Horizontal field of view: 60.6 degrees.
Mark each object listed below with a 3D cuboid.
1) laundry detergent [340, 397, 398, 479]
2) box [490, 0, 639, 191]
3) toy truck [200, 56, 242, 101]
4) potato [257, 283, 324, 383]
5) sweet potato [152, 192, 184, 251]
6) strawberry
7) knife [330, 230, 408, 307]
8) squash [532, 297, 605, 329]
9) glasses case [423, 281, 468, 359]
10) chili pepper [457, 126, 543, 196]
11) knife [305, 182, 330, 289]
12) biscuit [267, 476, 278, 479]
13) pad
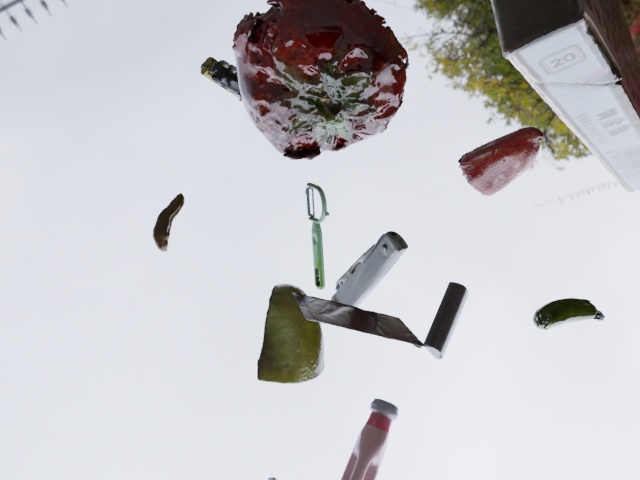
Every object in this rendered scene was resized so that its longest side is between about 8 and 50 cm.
[{"bbox_3d":[0.116,0.585,1.443,0.088,0.159,0.335,19,-112,14],"label":"laundry detergent"},{"bbox_3d":[0.200,-0.159,0.415,0.047,0.325,0.180,-17,-109,35],"label":"box"},{"bbox_3d":[-0.204,-0.359,1.219,0.063,0.123,0.052,25,-91,47],"label":"toy truck"},{"bbox_3d":[-0.076,0.295,1.880,0.213,0.280,0.330,7,-164,4],"label":"potato"},{"bbox_3d":[-0.435,-0.060,1.551,0.054,0.053,0.182,10,-111,21],"label":"sweet potato"},{"bbox_3d":[-0.008,-0.273,0.867,0.274,0.274,0.220,-14,-142,13],"label":"strawberry"},{"bbox_3d":[0.092,0.070,1.137,0.041,0.265,0.073,-16,-115,-38],"label":"knife"},{"bbox_3d":[0.679,0.204,1.531,0.319,0.071,0.080,-1,-117,-33],"label":"squash"},{"bbox_3d":[0.320,0.200,1.378,0.042,0.072,0.190,9,-117,40],"label":"glasses case"},{"bbox_3d":[0.535,-0.230,1.568,0.136,0.144,0.253,-6,166,-38],"label":"chili pepper"},{"bbox_3d":[0.001,0.000,1.001,0.054,0.212,0.015,19,-148,39],"label":"knife"},{"bbox_3d":[-0.084,0.599,1.116,0.066,0.220,0.220,-18,-141,-10],"label":"biscuit"},{"bbox_3d":[0.054,0.117,0.814,0.113,0.188,0.006,-130,-123,-70],"label":"pad"}]
